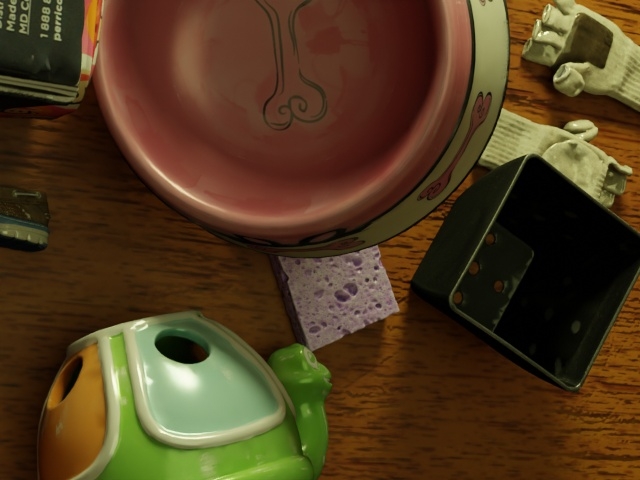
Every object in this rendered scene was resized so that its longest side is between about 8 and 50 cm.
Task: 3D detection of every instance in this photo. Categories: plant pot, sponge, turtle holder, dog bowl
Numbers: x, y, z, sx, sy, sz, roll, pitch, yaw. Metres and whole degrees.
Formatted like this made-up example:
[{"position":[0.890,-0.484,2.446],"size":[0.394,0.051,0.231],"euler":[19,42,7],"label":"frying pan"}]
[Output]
[{"position":[0.208,0.035,1.543],"size":[0.187,0.167,0.188],"euler":[34,76,-21],"label":"plant pot"},{"position":[0.000,0.000,1.521],"size":[0.117,0.031,0.210],"euler":[-22,100,-23],"label":"sponge"},{"position":[-0.116,0.184,1.360],"size":[0.320,0.243,0.227],"euler":[-15,80,-15],"label":"turtle holder"},{"position":[-0.032,-0.178,1.326],"size":[0.408,0.150,0.408],"euler":[1,96,12],"label":"dog bowl"}]

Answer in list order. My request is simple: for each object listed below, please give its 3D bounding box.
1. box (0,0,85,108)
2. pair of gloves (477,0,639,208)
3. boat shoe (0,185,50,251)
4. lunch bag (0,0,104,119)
[{"position":[-0.487,-0.252,0.970],"size":[0.471,0.480,0.297],"euler":[3,88,-50],"label":"box"},{"position":[0.300,-0.149,1.651],"size":[0.204,0.042,0.240],"euler":[29,80,-22],"label":"pair of gloves"},{"position":[-0.342,-0.040,1.348],"size":[0.183,0.066,0.066],"euler":[18,68,-39],"label":"boat shoe"},{"position":[-0.254,-0.256,1.277],"size":[0.120,0.258,0.293],"euler":[6,88,-25],"label":"lunch bag"}]
